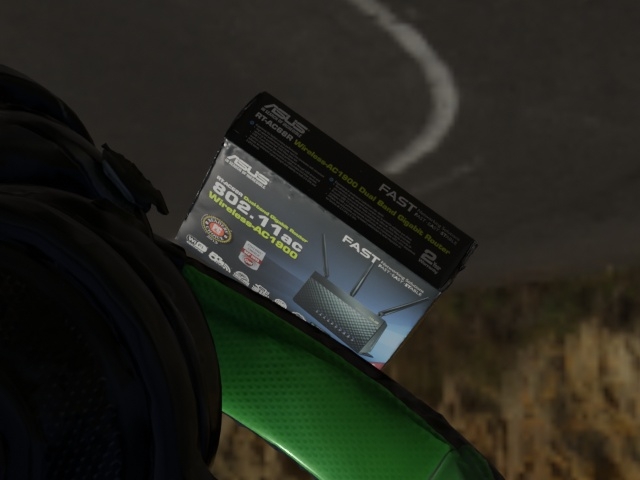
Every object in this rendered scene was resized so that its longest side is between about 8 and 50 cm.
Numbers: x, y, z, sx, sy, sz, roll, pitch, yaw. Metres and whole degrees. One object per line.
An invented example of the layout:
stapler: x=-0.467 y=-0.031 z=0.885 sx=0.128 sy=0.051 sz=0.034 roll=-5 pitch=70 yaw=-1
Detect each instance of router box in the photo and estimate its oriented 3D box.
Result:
router box: x=0.000 y=0.000 z=0.791 sx=0.122 sy=0.038 sz=0.092 roll=35 pitch=143 yaw=3

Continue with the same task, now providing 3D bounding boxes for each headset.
headset: x=-0.097 y=0.004 z=0.509 sx=0.394 sy=0.185 sz=0.243 roll=24 pitch=-169 yaw=-21
